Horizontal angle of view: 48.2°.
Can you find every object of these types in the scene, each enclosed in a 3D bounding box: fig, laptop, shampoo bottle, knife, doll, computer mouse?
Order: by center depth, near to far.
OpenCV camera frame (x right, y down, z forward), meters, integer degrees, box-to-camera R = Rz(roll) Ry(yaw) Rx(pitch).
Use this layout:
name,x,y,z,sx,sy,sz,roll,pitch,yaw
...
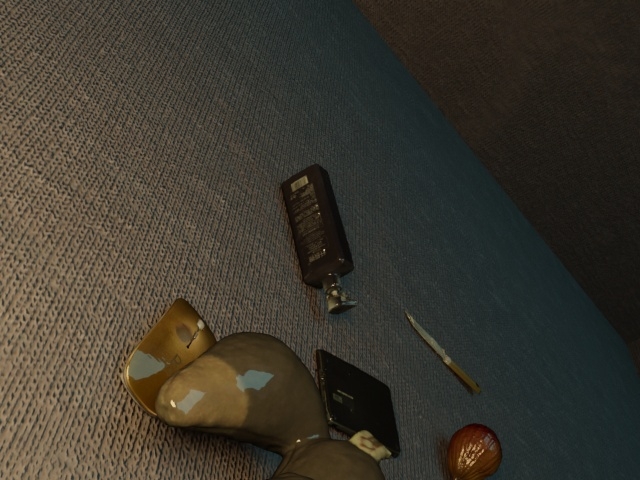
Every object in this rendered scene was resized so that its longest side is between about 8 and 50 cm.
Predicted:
name,x,y,z,sx,sy,sz,roll,pitch,yaw
doll,-0.087,0.309,0.821,0.378,0.252,0.382,42,18,24
computer mouse,-0.192,0.150,0.956,0.102,0.044,0.199,55,26,-13
laptop,0.069,0.290,1.288,0.207,0.026,0.154,37,34,-37
shampoo bottle,-0.001,0.000,1.396,0.071,0.098,0.310,33,36,-50
fig,0.295,0.446,1.470,0.119,0.153,0.119,58,-12,20
knife,0.293,0.270,1.723,0.298,0.017,0.047,44,27,-20
